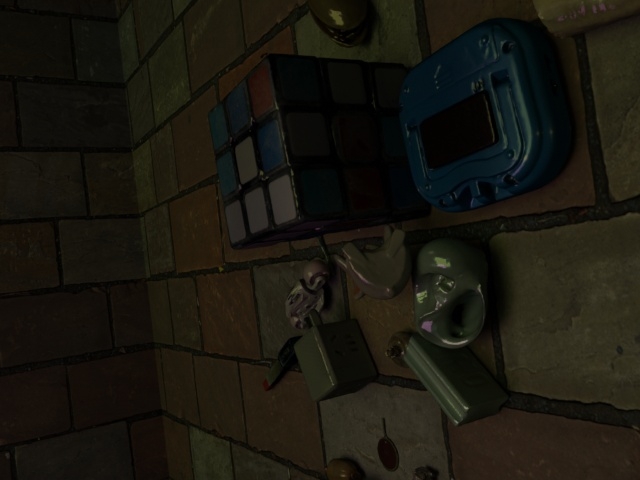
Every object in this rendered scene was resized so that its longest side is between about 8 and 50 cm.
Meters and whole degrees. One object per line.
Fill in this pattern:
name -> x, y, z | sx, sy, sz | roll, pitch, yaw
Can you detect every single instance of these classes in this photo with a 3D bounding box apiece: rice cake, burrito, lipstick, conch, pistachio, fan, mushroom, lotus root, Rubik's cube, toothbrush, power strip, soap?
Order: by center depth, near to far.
burrito -> 0.424, -0.381, 0.900 | 0.299, 0.105, 0.143 | 9, 93, 58
conch -> 0.260, 0.101, 1.215 | 0.185, 0.121, 0.221 | 39, 132, 54
soap -> 0.263, 0.267, 1.239 | 0.198, 0.119, 0.066 | 51, 133, 41
Rubik's cube -> -0.017, -0.183, 1.388 | 0.362, 0.359, 0.363 | -11, 85, 56
mushroom -> 0.179, 0.250, 1.405 | 0.085, 0.079, 0.085 | 21, 116, 54
rice cake -> 0.223, 0.639, 1.426 | 0.055, 0.049, 0.270 | -134, 45, -63
pistachio -> 0.045, -0.551, 1.465 | 0.206, 0.131, 0.129 | 61, -174, 25
fan -> 0.163, 0.507, 1.540 | 0.085, 0.005, 0.133 | -11, 87, 58
power strip -> 0.026, 0.283, 1.598 | 0.139, 0.140, 0.224 | -52, 51, 48
lotus root -> 0.054, 0.627, 1.677 | 0.150, 0.062, 0.073 | -20, 77, 55
toothbrush -> 0.000, 0.000, 1.709 | 0.019, 0.016, 0.219 | -51, 53, 59
lipstick -> -0.125, 0.393, 1.934 | 0.312, 0.051, 0.051 | -56, 51, 46

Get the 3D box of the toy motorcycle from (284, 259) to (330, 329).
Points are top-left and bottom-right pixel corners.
toy motorcycle -> -0.045, 0.156, 1.709 | 0.112, 0.112, 0.254 | 56, 144, 37

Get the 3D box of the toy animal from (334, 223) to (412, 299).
toy animal -> 0.113, 0.053, 1.315 | 0.282, 0.140, 0.138 | 156, 90, -87

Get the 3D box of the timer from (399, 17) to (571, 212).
timer -> 0.282, -0.219, 1.140 | 0.340, 0.115, 0.309 | -20, 81, 57
